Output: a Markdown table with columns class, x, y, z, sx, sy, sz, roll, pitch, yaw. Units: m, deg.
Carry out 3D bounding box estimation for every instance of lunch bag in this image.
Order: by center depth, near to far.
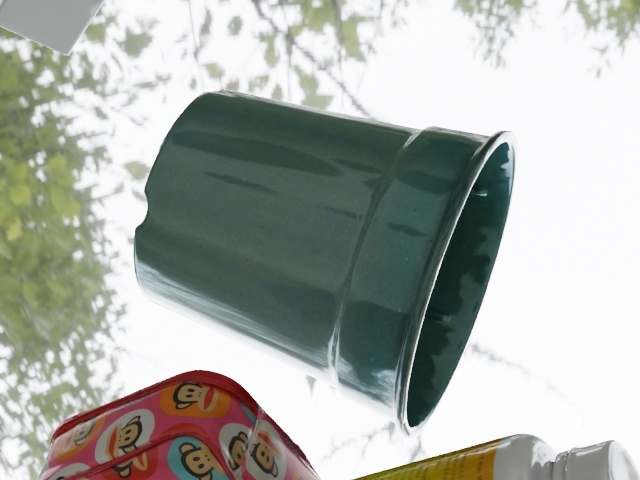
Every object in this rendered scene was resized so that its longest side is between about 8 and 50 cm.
| class | x | y | z | sx | sy | sz | roll | pitch | yaw |
| --- | --- | --- | --- | --- | --- | --- | --- | --- | --- |
| lunch bag | -0.123 | 0.273 | 1.313 | 0.258 | 0.293 | 0.120 | -24 | -150 | 24 |

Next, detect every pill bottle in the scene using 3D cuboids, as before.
| class | x | y | z | sx | sy | sz | roll | pitch | yaw |
| --- | --- | --- | --- | --- | --- | --- | --- | --- | --- |
| pill bottle | 0.078 | 0.180 | 0.804 | 0.215 | 0.117 | 0.117 | -20 | -121 | 23 |

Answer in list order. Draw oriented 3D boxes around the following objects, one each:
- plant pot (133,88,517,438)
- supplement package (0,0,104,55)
| class | x | y | z | sx | sy | sz | roll | pitch | yaw |
| --- | --- | --- | --- | --- | --- | --- | --- | --- | --- |
| plant pot | 0.000 | 0.000 | 1.531 | 0.334 | 0.341 | 0.341 | 18 | -117 | 16 |
| supplement package | -0.312 | -0.333 | 1.722 | 0.105 | 0.179 | 0.105 | 22 | -135 | -25 |
